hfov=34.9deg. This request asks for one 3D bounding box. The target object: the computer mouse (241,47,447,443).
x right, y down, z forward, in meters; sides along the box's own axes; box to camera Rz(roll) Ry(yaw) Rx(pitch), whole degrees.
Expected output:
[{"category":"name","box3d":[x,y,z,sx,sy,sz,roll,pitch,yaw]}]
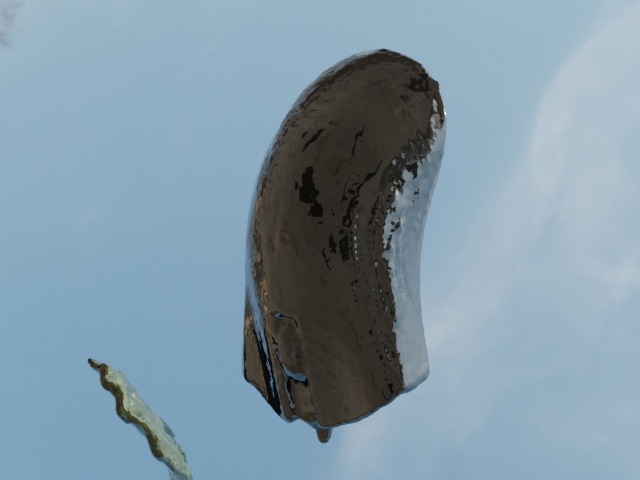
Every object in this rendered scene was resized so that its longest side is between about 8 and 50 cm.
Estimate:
[{"category":"computer mouse","box3d":[0.000,0.000,0.660,0.147,0.088,0.264,-2,-96,42]}]

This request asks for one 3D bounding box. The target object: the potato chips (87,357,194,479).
[{"category":"potato chips","box3d":[-0.132,0.166,0.825,0.028,0.207,0.092,-31,-127,-10]}]
